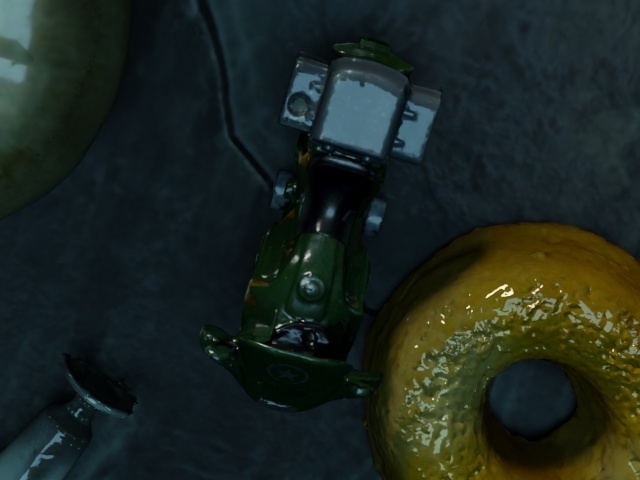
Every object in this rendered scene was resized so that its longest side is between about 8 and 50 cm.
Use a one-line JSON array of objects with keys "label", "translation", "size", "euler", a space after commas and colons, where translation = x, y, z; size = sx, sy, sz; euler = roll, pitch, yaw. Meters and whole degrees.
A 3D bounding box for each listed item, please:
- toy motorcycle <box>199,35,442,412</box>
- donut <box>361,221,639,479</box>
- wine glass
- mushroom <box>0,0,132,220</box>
[{"label": "toy motorcycle", "translation": [0.000, 0.000, 0.781], "size": [0.125, 0.187, 0.274], "euler": [15, 102, -3]}, {"label": "donut", "translation": [0.163, 0.128, 0.851], "size": [0.277, 0.108, 0.277], "euler": [0, 104, 1]}, {"label": "wine glass", "translation": [-0.212, 0.163, 0.880], "size": [0.072, 0.072, 0.155], "euler": [39, 100, -9]}, {"label": "mushroom", "translation": [-0.290, -0.158, 0.706], "size": [0.352, 0.260, 0.352], "euler": [0, 98, -1]}]
